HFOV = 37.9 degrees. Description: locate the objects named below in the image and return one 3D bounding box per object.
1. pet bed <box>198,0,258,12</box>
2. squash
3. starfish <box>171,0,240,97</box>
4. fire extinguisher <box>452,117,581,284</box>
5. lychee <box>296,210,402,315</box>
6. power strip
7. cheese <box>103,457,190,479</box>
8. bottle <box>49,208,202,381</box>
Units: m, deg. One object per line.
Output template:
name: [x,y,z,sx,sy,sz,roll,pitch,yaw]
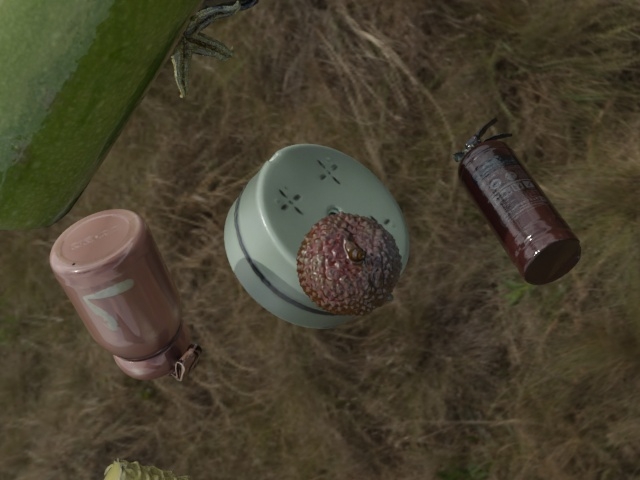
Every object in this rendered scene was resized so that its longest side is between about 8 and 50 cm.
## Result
pet bed: [-0.238,-0.502,1.758,0.210,0.159,0.183,-20,83,-3]
squash: [-0.265,-0.229,0.896,0.384,0.263,0.263,-48,66,31]
starfish: [-0.214,-0.305,1.501,0.053,0.208,0.176,40,130,34]
fire extinguisher: [0.340,-0.083,1.663,0.135,0.114,0.337,-26,52,-2]
lychee: [0.043,0.035,1.422,0.165,0.197,0.165,2,68,-5]
power strip: [0.000,0.000,1.802,0.161,0.357,0.357,-46,66,45]
cheese: [-0.276,0.434,1.524,0.094,0.167,0.123,-29,42,53]
bottle: [-0.319,0.111,1.603,0.206,0.173,0.297,16,137,37]
